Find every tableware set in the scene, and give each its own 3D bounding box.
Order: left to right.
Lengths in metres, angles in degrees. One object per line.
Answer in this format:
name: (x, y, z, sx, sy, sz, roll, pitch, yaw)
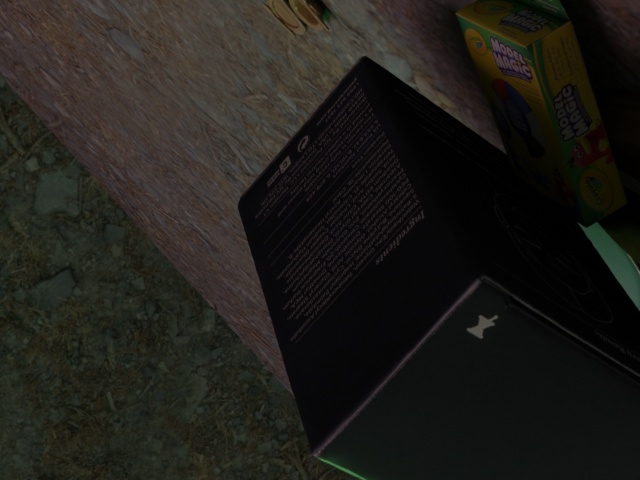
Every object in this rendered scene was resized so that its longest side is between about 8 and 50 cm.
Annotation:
tableware set: (-0.052, -0.296, 1.549, 0.141, 0.020, 0.168, 48, 166, -19)

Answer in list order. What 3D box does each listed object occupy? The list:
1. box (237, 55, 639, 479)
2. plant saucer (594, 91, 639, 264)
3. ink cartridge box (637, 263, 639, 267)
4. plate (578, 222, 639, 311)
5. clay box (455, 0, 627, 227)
box: (0.124, 0.058, 1.226, 0.293, 0.212, 0.395, 31, -160, -29)
plant saucer: (0.335, -0.025, 1.226, 0.278, 0.041, 0.278, 41, 166, 12)
ink cartridge box: (0.368, 0.089, 1.491, 0.189, 0.066, 0.232, 22, 133, 57)
plate: (0.302, 0.031, 1.450, 0.188, 0.024, 0.188, 48, 159, 25)
clay box: (0.192, -0.131, 1.176, 0.222, 0.053, 0.127, 64, 170, -30)
